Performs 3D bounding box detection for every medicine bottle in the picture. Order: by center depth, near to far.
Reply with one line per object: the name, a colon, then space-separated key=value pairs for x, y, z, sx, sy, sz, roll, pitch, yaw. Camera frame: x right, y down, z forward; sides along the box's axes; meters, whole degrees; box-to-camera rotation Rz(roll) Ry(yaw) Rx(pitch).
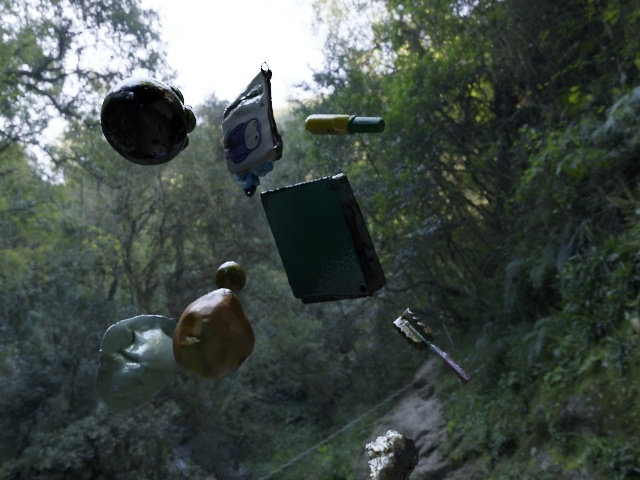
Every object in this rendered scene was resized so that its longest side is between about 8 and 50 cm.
medicine bottle: x=0.094 y=-0.439 z=2.014 sx=0.309 sy=0.076 sz=0.111 roll=5 pitch=2 yaw=27

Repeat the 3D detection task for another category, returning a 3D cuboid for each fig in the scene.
fig: x=-0.416 y=0.159 z=2.378 sx=0.186 sy=0.147 sz=0.142 roll=10 pitch=-18 yaw=46

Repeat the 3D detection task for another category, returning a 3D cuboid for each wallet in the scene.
wallet: x=-0.225 y=-0.369 z=1.680 sx=0.068 sy=0.335 sz=0.275 roll=9 pitch=-27 yaw=-40

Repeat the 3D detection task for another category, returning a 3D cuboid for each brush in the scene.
brush: x=0.331 y=0.317 z=1.577 sx=0.084 sy=0.301 sz=0.071 roll=-51 pitch=-44 yaw=6

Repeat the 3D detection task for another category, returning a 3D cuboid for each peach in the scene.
peach: x=-0.273 y=0.243 z=1.398 sx=0.214 sy=0.214 sz=0.235 roll=2 pitch=-68 yaw=-46

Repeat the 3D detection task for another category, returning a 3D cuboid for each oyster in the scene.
oyster: x=0.216 y=0.659 z=1.588 sx=0.110 sy=0.166 sz=0.341 roll=-41 pitch=-11 yaw=21

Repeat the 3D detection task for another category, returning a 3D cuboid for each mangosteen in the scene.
mangosteen: x=-0.572 y=-0.402 z=1.766 sx=0.301 sy=0.300 sz=0.300 roll=-19 pitch=-22 yaw=-8

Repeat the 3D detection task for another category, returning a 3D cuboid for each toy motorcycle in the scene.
toy motorcycle: x=-0.258 y=-0.300 z=1.900 sx=0.124 sy=0.272 sz=0.182 roll=3 pitch=-40 yaw=-39

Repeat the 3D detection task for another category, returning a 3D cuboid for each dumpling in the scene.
dumpling: x=-0.647 y=0.440 z=1.881 sx=0.270 sy=0.320 sz=0.211 roll=17 pitch=-56 yaw=-14

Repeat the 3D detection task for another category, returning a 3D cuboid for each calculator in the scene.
calculator: x=0.000 y=0.000 z=1.125 sx=0.248 sy=0.273 sz=0.058 roll=-13 pitch=12 yaw=43

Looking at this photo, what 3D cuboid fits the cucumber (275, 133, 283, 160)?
cucumber: x=-0.182 y=-0.411 z=2.288 sx=0.043 sy=0.039 sz=0.163 roll=-39 pitch=-22 yaw=-29
